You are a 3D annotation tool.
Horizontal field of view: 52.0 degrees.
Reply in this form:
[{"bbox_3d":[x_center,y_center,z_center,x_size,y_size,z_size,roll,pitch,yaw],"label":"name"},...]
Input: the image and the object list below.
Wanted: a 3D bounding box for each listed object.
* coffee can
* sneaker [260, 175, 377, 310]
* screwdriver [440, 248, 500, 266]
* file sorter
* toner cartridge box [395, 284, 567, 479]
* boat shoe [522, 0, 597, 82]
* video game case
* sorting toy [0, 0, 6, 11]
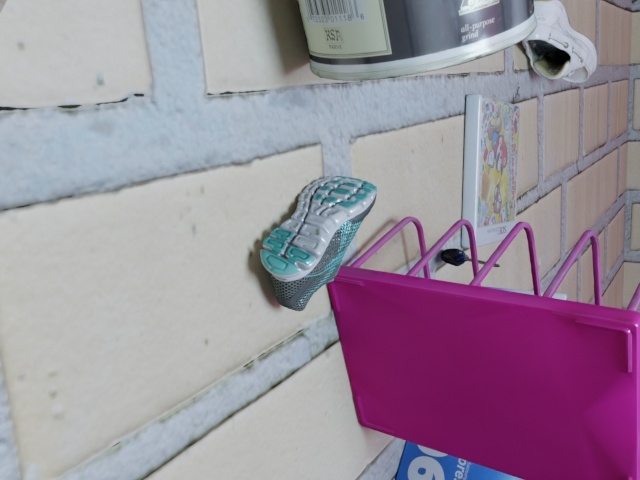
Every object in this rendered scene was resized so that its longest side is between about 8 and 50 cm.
[{"bbox_3d":[0.058,-0.292,0.520,0.201,0.202,0.275,-46,131,-46],"label":"coffee can"},{"bbox_3d":[0.000,0.000,0.608,0.166,0.065,0.076,-46,147,-41],"label":"sneaker"},{"bbox_3d":[0.192,0.022,0.835,0.024,0.170,0.025,33,82,-10],"label":"screwdriver"},{"bbox_3d":[0.190,0.095,0.671,0.182,0.291,0.202,-39,125,-42],"label":"file sorter"},{"bbox_3d":[0.216,0.229,0.862,0.075,0.165,0.347,53,50,-46],"label":"toner cartridge box"},{"bbox_3d":[0.427,-0.338,1.198,0.277,0.098,0.096,19,78,-47],"label":"boat shoe"},{"bbox_3d":[0.275,-0.109,1.044,0.206,0.026,0.227,-9,101,-57],"label":"video game case"},{"bbox_3d":[-0.209,-0.157,0.219,0.257,0.089,0.255,43,58,-51],"label":"sorting toy"}]
